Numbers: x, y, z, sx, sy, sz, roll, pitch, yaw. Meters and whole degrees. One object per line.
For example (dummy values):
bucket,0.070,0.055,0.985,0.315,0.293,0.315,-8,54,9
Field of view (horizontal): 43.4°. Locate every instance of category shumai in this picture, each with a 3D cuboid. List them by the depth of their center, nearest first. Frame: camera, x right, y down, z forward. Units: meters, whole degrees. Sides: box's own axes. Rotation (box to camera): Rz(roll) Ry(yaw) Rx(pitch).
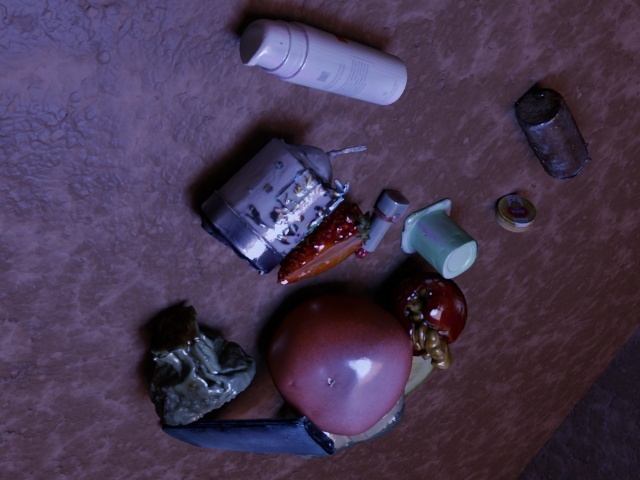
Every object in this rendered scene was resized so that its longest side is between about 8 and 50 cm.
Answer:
shumai,-0.284,0.258,1.713,0.261,0.222,0.225,-33,-174,43

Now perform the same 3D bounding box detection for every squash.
squash,0.229,0.382,2.361,0.252,0.049,0.252,-24,141,-21

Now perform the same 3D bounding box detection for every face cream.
face cream,0.007,-0.312,1.404,0.345,0.102,0.102,6,123,-45

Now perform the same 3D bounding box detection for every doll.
doll,0.055,0.440,2.122,0.349,0.247,0.247,-36,146,18

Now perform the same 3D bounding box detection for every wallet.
wallet,-0.171,0.457,1.887,0.379,0.046,0.190,-4,149,24

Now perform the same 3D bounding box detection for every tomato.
tomato,0.044,0.295,1.861,0.341,0.273,0.341,-1,100,-5

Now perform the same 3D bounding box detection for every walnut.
walnut,0.262,0.207,2.026,0.222,0.244,0.269,-13,165,13

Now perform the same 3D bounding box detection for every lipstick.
lipstick,0.132,-0.025,1.851,0.063,0.057,0.186,2,129,-43

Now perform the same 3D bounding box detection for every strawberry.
strawberry,0.001,0.005,1.736,0.228,0.098,0.174,-37,162,15

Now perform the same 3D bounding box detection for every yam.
yam,0.564,-0.258,1.946,0.131,0.131,0.280,-45,143,5

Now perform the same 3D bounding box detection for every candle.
candle,-0.060,-0.094,1.500,0.330,0.187,0.187,-43,144,0

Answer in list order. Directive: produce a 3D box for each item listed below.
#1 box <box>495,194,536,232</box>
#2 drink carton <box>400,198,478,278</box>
box,0.509,-0.070,2.101,0.105,0.105,0.037,-22,146,-25
drink carton,0.297,0.008,1.961,0.146,0.142,0.144,-26,142,-23
